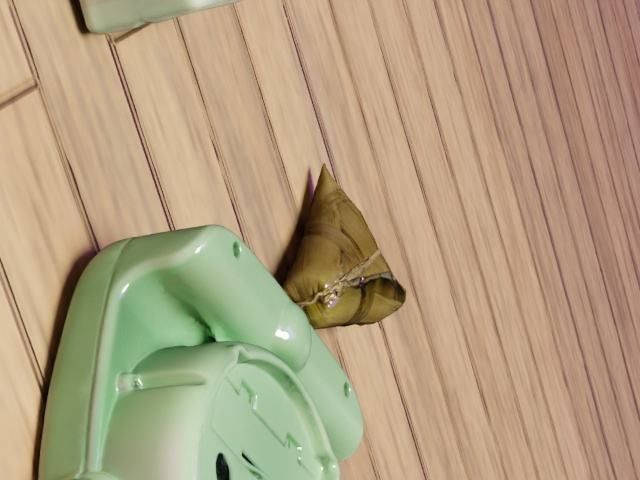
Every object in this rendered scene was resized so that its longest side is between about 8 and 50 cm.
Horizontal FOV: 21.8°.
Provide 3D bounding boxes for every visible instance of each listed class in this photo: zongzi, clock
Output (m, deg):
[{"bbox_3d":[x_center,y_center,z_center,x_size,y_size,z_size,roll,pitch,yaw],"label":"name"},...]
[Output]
[{"bbox_3d":[0.000,0.000,0.771,0.076,0.040,0.083,0,69,-61],"label":"zongzi"},{"bbox_3d":[-0.040,0.102,0.590,0.148,0.060,0.188,53,34,-47],"label":"clock"}]

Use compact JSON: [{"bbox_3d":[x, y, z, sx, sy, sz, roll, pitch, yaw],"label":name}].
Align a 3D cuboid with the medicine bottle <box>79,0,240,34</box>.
[{"bbox_3d":[-0.068,-0.143,0.640,0.074,0.055,0.118,-37,115,-65],"label":"medicine bottle"}]
